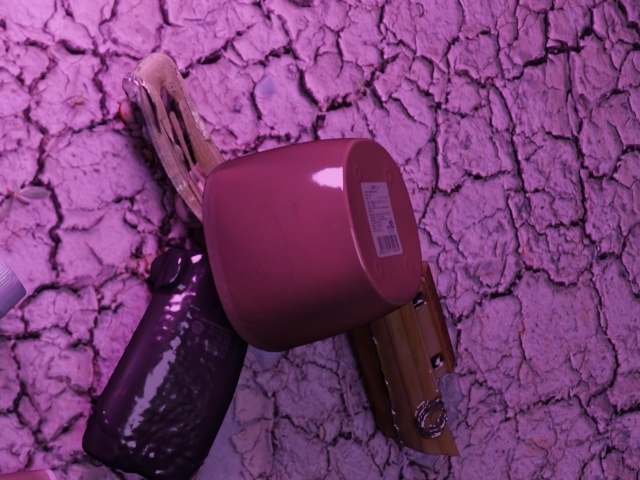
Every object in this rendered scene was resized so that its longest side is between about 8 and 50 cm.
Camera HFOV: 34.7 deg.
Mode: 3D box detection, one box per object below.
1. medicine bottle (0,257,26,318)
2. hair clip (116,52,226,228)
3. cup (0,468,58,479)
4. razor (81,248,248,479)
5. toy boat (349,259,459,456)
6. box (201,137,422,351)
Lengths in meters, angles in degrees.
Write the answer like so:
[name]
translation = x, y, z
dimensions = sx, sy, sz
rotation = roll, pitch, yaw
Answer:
[medicine bottle]
translation = -0.485, 0.100, 1.248
dimensions = 0.225, 0.139, 0.139
rotation = -46, 115, -23
[hair clip]
translation = -0.193, -0.108, 1.460
dimensions = 0.321, 0.091, 0.138
rotation = 61, 28, -23
[cup]
translation = -0.400, 0.358, 1.356
dimensions = 0.099, 0.074, 0.102
rotation = -1, 93, -33
[razor]
translation = -0.202, 0.179, 1.458
dimensions = 0.189, 0.107, 0.327
rotation = 28, 77, -32
[toy boat]
translation = 0.137, 0.165, 1.676
dimensions = 0.162, 0.136, 0.446
rotation = -25, 111, -26
[box]
translation = 0.000, 0.000, 1.437
dimensions = 0.301, 0.216, 0.301
rotation = 34, 50, -53
